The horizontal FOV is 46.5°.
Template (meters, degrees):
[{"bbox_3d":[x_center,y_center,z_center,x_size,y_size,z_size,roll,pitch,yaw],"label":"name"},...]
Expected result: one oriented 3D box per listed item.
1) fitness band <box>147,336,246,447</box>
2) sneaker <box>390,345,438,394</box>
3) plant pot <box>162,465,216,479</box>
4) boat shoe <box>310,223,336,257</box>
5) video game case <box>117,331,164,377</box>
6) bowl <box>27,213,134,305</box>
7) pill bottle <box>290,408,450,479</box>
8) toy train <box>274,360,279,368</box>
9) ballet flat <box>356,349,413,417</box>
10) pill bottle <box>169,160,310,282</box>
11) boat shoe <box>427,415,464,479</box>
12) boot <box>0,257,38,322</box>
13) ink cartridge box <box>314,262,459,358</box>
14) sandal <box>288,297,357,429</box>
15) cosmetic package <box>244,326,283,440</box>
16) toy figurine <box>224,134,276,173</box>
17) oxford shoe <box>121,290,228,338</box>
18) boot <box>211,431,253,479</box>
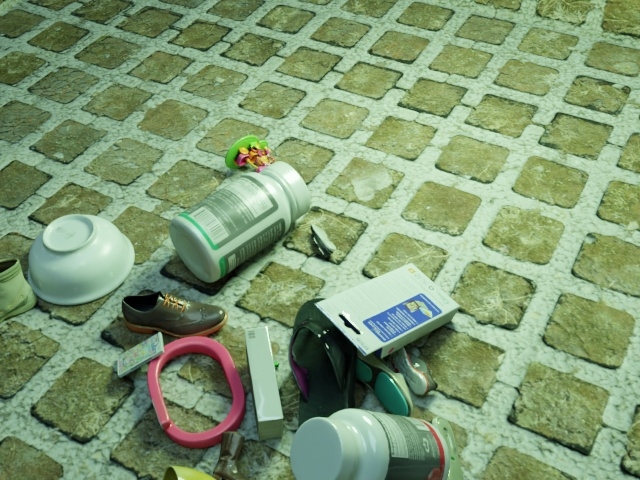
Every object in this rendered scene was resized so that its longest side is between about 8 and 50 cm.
[{"bbox_3d":[-0.290,0.351,1.745,0.209,0.054,0.291,-16,47,-15],"label":"fitness band"},{"bbox_3d":[0.223,0.303,1.765,0.065,0.061,0.158,2,39,-33],"label":"sneaker"},{"bbox_3d":[-0.261,0.527,1.525,0.095,0.134,0.134,4,40,-28],"label":"plant pot"},{"bbox_3d":[0.000,0.000,2.079,0.046,0.038,0.125,17,26,-46],"label":"boat shoe"},{"bbox_3d":[-0.437,0.277,1.807,0.122,0.011,0.087,-30,28,-2],"label":"video game case"},{"bbox_3d":[-0.668,0.023,2.033,0.298,0.134,0.298,-1,45,1],"label":"bowl"},{"bbox_3d":[0.096,0.421,1.445,0.176,0.318,0.176,-17,64,39],"label":"pill bottle"},{"bbox_3d":[-0.135,0.315,1.790,0.083,0.017,0.024,-33,42,-26],"label":"toy train"},{"bbox_3d":[0.145,0.316,1.734,0.086,0.086,0.248,-31,50,-25],"label":"ballet flat"},{"bbox_3d":[-0.213,-0.059,2.035,0.361,0.204,0.204,-35,53,-28],"label":"pill bottle"},{"bbox_3d":[0.251,0.491,1.565,0.079,0.084,0.233,-30,47,26],"label":"boat shoe"},{"bbox_3d":[-0.849,0.142,1.902,0.213,0.165,0.077,-27,49,-23],"label":"boot"},{"bbox_3d":[0.159,0.172,1.779,0.371,0.069,0.176,-17,51,-45],"label":"ink cartridge box"},{"bbox_3d":[-0.001,0.291,1.701,0.167,0.107,0.445,-27,42,19],"label":"sandal"},{"bbox_3d":[-0.130,0.324,1.706,0.060,0.099,0.239,-6,52,-10],"label":"cosmetic package"},{"bbox_3d":[-0.179,-0.226,2.289,0.173,0.130,0.159,-18,56,-47],"label":"toy figurine"},{"bbox_3d":[-0.371,0.182,1.878,0.271,0.098,0.097,-1,45,3],"label":"oxford shoe"},{"bbox_3d":[-0.175,0.469,1.607,0.106,0.037,0.114,7,60,14],"label":"boot"}]
